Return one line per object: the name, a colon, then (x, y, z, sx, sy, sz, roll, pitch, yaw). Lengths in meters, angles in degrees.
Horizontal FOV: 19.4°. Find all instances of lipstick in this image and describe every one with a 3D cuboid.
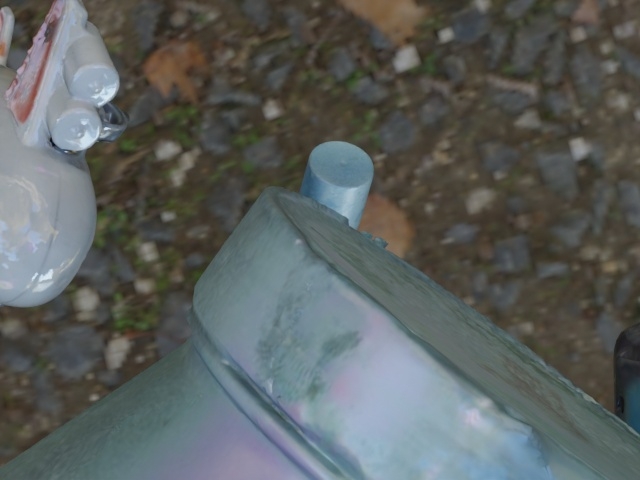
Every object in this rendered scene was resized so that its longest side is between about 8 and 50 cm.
lipstick: (0.000, 0.000, 1.347, 0.048, 0.158, 0.048, 8, 46, -8)

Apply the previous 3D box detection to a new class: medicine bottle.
medicine bottle: (-0.020, 0.154, 0.574, 0.245, 0.245, 0.290, 33, 95, -25)

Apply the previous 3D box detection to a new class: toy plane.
toy plane: (-0.211, -0.051, 1.178, 0.118, 0.252, 0.252, 20, 70, -36)

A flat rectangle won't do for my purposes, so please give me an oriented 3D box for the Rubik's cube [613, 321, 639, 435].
Rubik's cube: (0.349, 0.187, 0.752, 0.362, 0.363, 0.359, -18, 109, -38)
